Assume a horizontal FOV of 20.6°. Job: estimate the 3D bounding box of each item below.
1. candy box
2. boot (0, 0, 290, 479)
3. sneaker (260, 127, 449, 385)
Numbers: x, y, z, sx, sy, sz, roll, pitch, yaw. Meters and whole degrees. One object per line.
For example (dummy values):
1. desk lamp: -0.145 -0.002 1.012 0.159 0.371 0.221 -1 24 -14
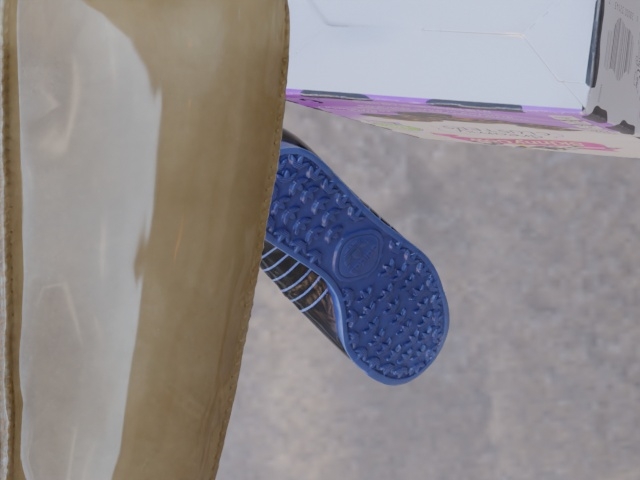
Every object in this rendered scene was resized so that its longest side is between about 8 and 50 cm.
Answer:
1. candy box: 0.088 -0.088 0.871 0.165 0.196 0.070 6 89 27
2. boot: -0.134 0.040 0.567 0.089 0.236 0.269 -168 81 -83
3. sneaker: 0.000 0.000 1.088 0.081 0.232 0.090 -43 43 -6
